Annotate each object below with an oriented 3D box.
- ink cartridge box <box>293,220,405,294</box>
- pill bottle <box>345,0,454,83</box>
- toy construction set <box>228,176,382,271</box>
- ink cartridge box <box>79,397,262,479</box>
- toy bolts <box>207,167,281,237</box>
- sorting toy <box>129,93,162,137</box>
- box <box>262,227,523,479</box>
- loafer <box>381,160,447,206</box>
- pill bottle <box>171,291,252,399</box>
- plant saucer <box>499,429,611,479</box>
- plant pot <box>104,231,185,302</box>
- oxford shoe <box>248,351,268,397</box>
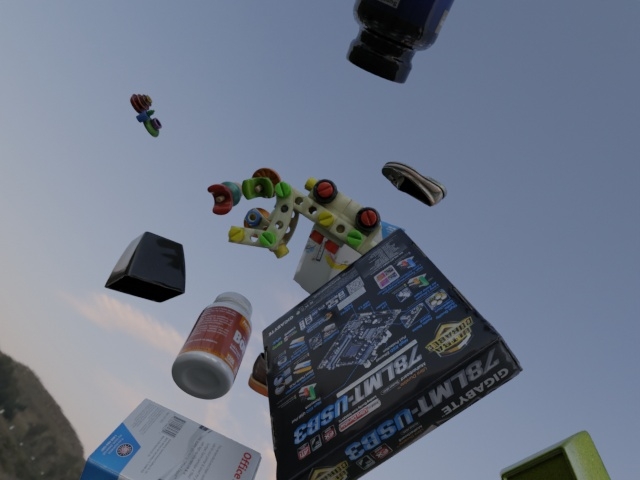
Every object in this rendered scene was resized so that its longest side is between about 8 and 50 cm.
[{"bbox_3d":[0.069,0.041,1.101,0.168,0.171,0.232,29,-79,60],"label":"ink cartridge box"},{"bbox_3d":[0.116,-0.330,0.559,0.123,0.123,0.219,33,-59,17],"label":"pill bottle"},{"bbox_3d":[0.000,0.000,0.869,0.328,0.215,0.151,35,-2,-5],"label":"toy construction set"},{"bbox_3d":[-0.191,0.310,0.561,0.191,0.139,0.082,27,-79,2],"label":"ink cartridge box"},{"bbox_3d":[-0.235,-0.132,1.423,0.228,0.158,0.218,2,-69,14],"label":"toy bolts"},{"bbox_3d":[-0.383,-0.284,0.962,0.042,0.061,0.102,-24,-65,8],"label":"sorting toy"},{"bbox_3d":[0.059,0.145,0.588,0.295,0.293,0.073,-38,-63,6],"label":"box"},{"bbox_3d":[0.149,-0.096,0.721,0.125,0.039,0.045,32,-27,32],"label":"loafer"},{"bbox_3d":[-0.211,0.207,0.892,0.121,0.216,0.121,3,-59,6],"label":"pill bottle"},{"bbox_3d":[0.369,0.420,0.679,0.045,0.188,0.188,29,-57,-18],"label":"plant saucer"},{"bbox_3d":[-0.536,0.081,1.360,0.188,0.167,0.187,27,-33,-35],"label":"plant pot"},{"bbox_3d":[-0.073,0.498,1.484,0.364,0.130,0.132,17,-81,9],"label":"oxford shoe"}]
